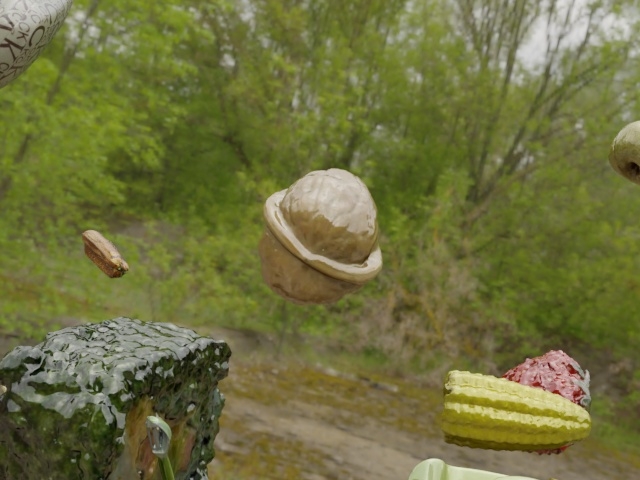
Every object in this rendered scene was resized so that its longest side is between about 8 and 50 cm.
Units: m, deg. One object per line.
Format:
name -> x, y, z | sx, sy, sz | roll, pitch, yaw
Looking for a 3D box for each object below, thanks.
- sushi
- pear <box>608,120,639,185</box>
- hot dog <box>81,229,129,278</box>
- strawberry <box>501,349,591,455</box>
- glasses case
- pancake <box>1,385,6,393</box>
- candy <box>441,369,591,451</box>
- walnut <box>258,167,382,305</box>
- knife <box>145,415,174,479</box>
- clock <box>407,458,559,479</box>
sushi -> -0.266, 0.259, 1.188 | 0.178, 0.294, 0.352 | 10, 5, 20
pear -> 0.751, -0.201, 2.062 | 0.167, 0.136, 0.167 | 37, -10, 8
hot dog -> -0.305, 0.018, 1.278 | 0.037, 0.049, 0.122 | -26, 38, -28
strawberry -> 0.362, 0.288, 1.616 | 0.111, 0.190, 0.236 | 29, -39, -34
glasses case -> -0.402, -0.290, 1.211 | 0.085, 0.137, 0.355 | 37, 15, -20
pancake -> -0.511, 0.293, 1.628 | 0.158, 0.028, 0.158 | 31, -4, 2
candy -> 0.258, 0.233, 1.190 | 0.199, 0.094, 0.106 | 8, -33, 7
walnut -> 0.000, 0.000, 1.905 | 0.285, 0.296, 0.285 | 27, 22, -12
knife -> -0.179, 0.247, 1.035 | 0.026, 0.022, 0.184 | -16, -39, -15
clock -> 0.285, 0.476, 1.320 | 0.348, 0.286, 0.117 | 0, -31, 19
